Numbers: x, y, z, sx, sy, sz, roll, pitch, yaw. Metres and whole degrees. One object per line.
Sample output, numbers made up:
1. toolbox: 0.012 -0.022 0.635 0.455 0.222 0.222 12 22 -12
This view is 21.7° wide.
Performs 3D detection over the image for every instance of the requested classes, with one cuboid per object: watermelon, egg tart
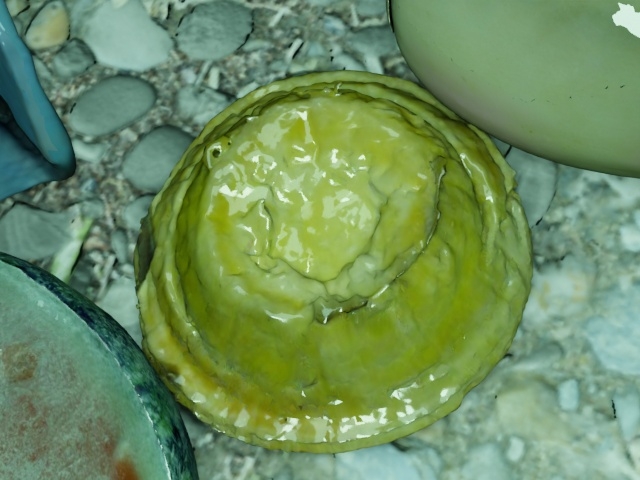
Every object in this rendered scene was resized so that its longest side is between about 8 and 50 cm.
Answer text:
1. watermelon: -0.191 0.142 1.091 0.226 0.148 0.318 -38 77 9
2. egg tart: 0.000 0.000 1.120 0.290 0.115 0.290 -4 62 9

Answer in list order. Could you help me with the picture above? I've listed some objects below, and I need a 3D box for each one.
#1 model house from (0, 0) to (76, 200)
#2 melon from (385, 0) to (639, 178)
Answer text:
1. model house: -0.367 -0.102 1.179 0.303 0.215 0.237 -26 63 0
2. melon: 0.201 -0.152 1.100 0.317 0.223 0.223 16 67 18
